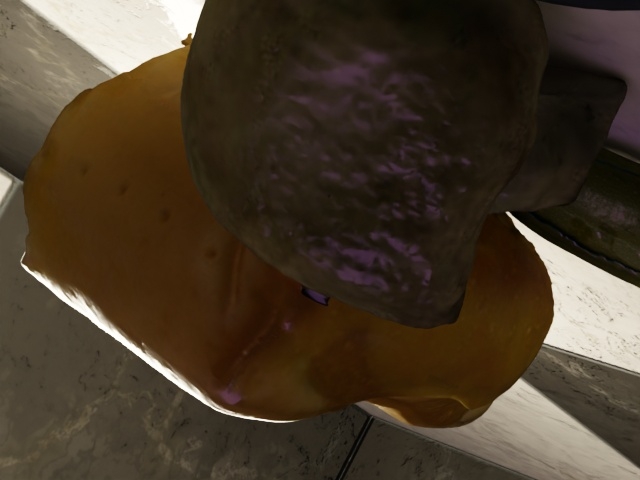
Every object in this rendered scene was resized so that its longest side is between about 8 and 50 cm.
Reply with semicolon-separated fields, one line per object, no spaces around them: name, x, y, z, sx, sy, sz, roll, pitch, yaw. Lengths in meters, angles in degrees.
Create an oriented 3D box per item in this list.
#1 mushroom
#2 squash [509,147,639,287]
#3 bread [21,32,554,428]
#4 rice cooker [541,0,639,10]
mushroom;0.036;-0.078;1.227;0.292;0.217;0.212;29;166;-1
squash;0.270;0.002;1.366;0.341;0.094;0.094;23;168;24
bread;0.000;0.000;1.508;0.361;0.250;0.394;9;-165;-43
rice cooker;0.062;-0.203;0.486;0.267;0.267;0.224;27;167;5
